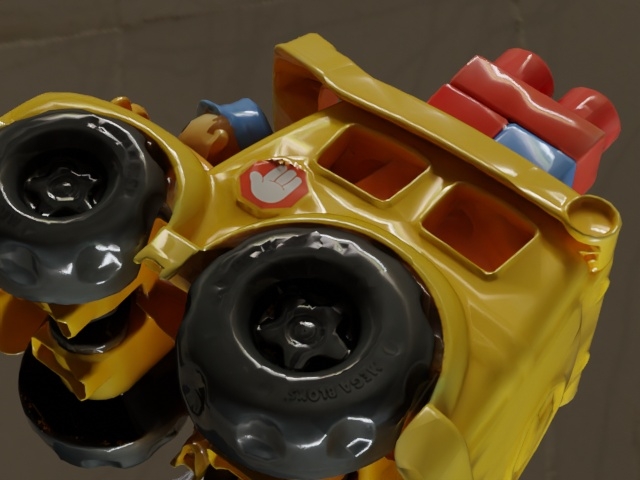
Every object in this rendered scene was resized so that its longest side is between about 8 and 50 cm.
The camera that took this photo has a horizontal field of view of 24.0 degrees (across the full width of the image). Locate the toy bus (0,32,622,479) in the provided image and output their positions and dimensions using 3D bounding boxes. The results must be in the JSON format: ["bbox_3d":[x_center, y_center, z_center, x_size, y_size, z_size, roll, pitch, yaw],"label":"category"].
[{"bbox_3d":[0.000,0.000,0.540,0.220,0.149,0.211,31,-118,21],"label":"toy bus"}]

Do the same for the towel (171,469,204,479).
[{"bbox_3d":[-0.131,0.227,0.762,0.235,0.284,0.121,-24,-80,15],"label":"towel"}]
